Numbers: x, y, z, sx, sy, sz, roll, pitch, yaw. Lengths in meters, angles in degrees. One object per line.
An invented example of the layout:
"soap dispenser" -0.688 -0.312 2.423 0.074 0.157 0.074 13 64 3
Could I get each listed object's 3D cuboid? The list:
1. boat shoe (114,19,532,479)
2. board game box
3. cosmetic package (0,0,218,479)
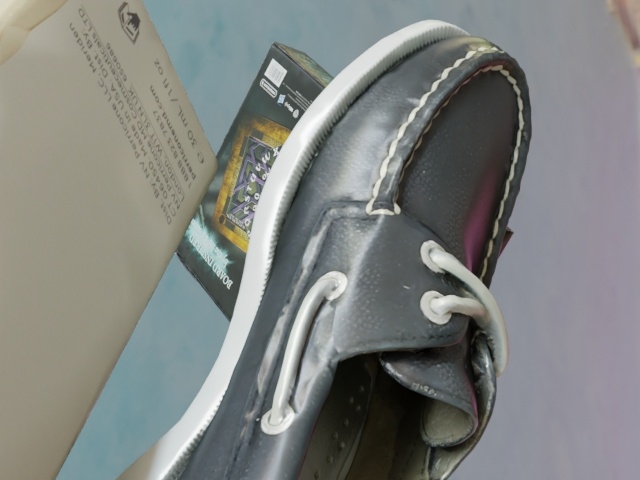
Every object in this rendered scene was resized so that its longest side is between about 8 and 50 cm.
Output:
"boat shoe" 0.015 0.053 0.472 0.114 0.091 0.302 43 65 -42
"board game box" 0.000 0.000 0.660 0.026 0.126 0.186 15 22 -39
"cosmetic package" -0.158 0.030 0.409 0.309 0.160 0.113 -70 142 -55
